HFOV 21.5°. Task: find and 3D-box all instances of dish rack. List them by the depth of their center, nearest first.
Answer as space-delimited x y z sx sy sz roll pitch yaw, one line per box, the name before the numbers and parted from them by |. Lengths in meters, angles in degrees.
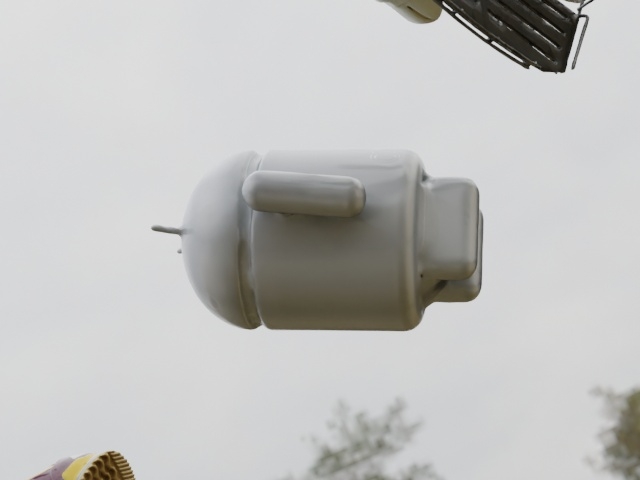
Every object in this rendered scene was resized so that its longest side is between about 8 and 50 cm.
dish rack | 0.160 -0.271 1.273 0.208 0.271 0.074 32 -29 -24

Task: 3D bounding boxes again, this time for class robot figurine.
robot figurine | 0.000 0.000 1.852 0.353 0.199 0.300 0 -25 8

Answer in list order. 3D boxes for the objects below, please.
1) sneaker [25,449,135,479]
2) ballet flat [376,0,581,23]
sneaker | -0.219 0.226 1.263 0.084 0.069 0.185 -12 18 42
ballet flat | 0.136 -0.274 1.706 0.349 0.123 0.123 -7 -31 -26
